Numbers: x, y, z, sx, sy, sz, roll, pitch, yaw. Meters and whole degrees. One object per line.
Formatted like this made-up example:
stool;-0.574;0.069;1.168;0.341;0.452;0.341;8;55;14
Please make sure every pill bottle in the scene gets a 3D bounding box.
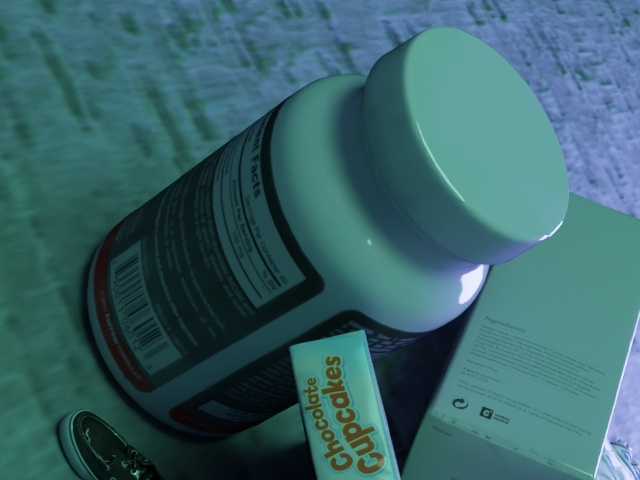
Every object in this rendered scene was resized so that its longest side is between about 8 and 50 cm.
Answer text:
pill bottle;0.000;0.000;1.091;0.210;0.363;0.210;27;48;-34

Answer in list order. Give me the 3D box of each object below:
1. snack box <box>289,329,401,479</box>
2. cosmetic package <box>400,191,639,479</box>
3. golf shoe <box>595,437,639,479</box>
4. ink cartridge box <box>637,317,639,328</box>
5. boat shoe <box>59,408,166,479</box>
snack box;0.030;0.201;1.067;0.322;0.060;0.187;83;-6;-71
cosmetic package;0.194;0.129;1.320;0.155;0.197;0.365;22;42;9
golf shoe;0.271;0.222;1.478;0.176;0.069;0.086;44;46;-15
ink cartridge box;0.286;0.051;1.577;0.181;0.104;0.061;26;48;-33
boat shoe;-0.142;0.183;1.073;0.142;0.040;0.049;53;38;-7
